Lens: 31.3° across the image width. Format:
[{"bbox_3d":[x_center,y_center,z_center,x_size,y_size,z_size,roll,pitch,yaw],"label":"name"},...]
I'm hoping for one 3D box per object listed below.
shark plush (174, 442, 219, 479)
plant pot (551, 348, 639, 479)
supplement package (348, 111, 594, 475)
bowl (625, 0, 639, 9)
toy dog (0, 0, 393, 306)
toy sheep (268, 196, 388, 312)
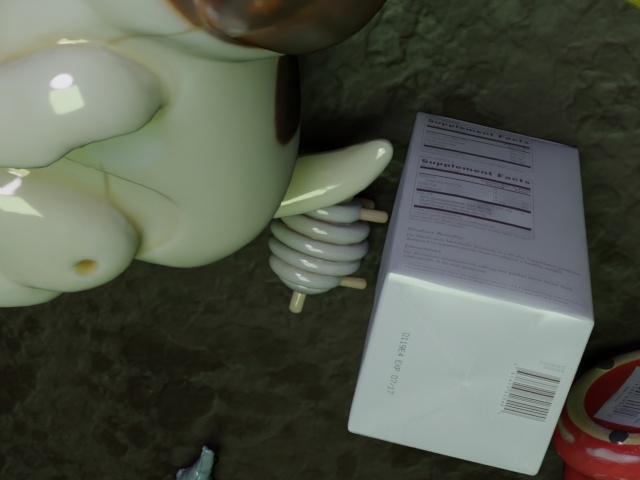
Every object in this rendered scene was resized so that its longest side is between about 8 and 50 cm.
[{"bbox_3d":[-0.122,0.262,1.116,0.073,0.067,0.161,31,121,-10],"label":"shark plush"},{"bbox_3d":[0.290,0.195,0.940,0.191,0.191,0.174,-12,115,16],"label":"plant pot"},{"bbox_3d":[0.111,0.027,0.833,0.133,0.244,0.139,13,123,2],"label":"supplement package"},{"bbox_3d":[0.220,-0.247,0.685,0.289,0.289,0.156,38,162,-14],"label":"bowl"},{"bbox_3d":[-0.096,-0.132,0.684,0.395,0.285,0.408,23,145,-14],"label":"toy dog"},{"bbox_3d":[0.000,0.000,0.930,0.091,0.091,0.132,15,104,0],"label":"toy sheep"}]
